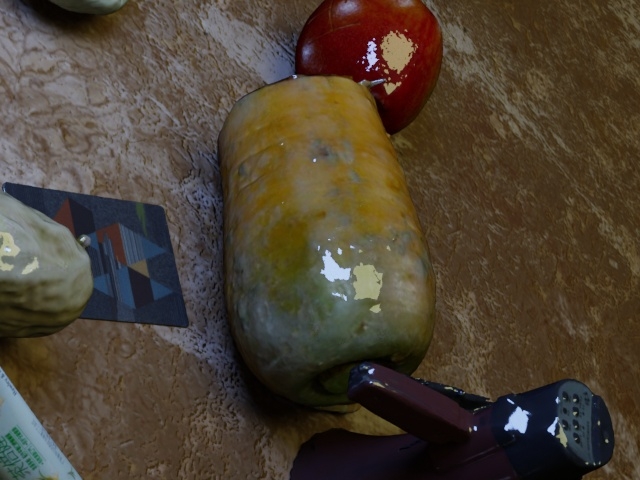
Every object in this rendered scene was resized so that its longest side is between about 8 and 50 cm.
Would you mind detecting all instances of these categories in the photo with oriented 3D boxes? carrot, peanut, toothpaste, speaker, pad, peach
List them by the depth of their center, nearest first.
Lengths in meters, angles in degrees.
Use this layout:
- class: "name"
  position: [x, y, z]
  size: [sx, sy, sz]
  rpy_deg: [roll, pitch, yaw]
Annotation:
- class: "toothpaste"
  position: [-0.255, 0.190, 1.455]
  size: [0.314, 0.056, 0.058]
  rpy_deg: [57, 40, -29]
- class: "peanut"
  position: [-0.339, 0.020, 1.456]
  size: [0.291, 0.143, 0.159]
  rpy_deg: [-4, 40, -44]
- class: "pad"
  position: [-0.224, 0.016, 1.694]
  size: [0.211, 0.003, 0.143]
  rpy_deg: [7, 61, -46]
- class: "speaker"
  position: [0.108, 0.205, 1.708]
  size: [0.259, 0.329, 0.198]
  rpy_deg: [46, 39, -8]
- class: "carrot"
  position: [0.000, 0.000, 1.785]
  size: [0.224, 0.224, 0.341]
  rpy_deg: [17, 50, -42]
- class: "peach"
  position: [0.058, -0.211, 2.019]
  size: [0.197, 0.197, 0.197]
  rpy_deg: [28, 48, -35]

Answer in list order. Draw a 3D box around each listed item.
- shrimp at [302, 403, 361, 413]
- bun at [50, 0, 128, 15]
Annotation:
- class: "shrimp"
  position: [0.006, 0.163, 1.849]
  size: [0.108, 0.023, 0.059]
  rpy_deg: [12, 49, -44]
- class: "bun"
  position: [-0.271, -0.349, 1.775]
  size: [0.229, 0.145, 0.229]
  rpy_deg: [4, 90, -71]
